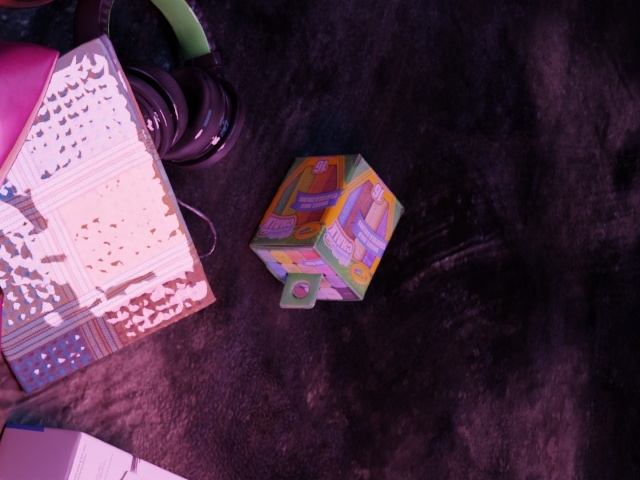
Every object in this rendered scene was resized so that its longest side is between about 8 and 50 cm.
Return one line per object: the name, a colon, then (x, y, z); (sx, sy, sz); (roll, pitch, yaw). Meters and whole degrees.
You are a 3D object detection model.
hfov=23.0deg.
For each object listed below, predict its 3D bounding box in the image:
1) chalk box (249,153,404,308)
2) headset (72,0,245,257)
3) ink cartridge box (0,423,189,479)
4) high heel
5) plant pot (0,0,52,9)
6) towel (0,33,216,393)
chalk box: (0.000, 0.000, 2.215); (0.132, 0.132, 0.213); (49, 55, -37)
headset: (-0.221, -0.147, 1.987); (0.243, 0.185, 0.394); (-4, 81, -58)
ink cartridge box: (-0.275, 0.297, 1.902); (0.203, 0.148, 0.086); (34, 64, -44)
high heel: (-0.351, -0.028, 1.741); (0.181, 0.127, 0.377); (-9, 109, -4)
plant pot: (-0.277, -0.414, 1.803); (0.272, 0.265, 0.272); (0, 91, -47)
towel: (-0.306, -0.027, 1.858); (0.271, 0.040, 0.370); (-26, 116, -9)
